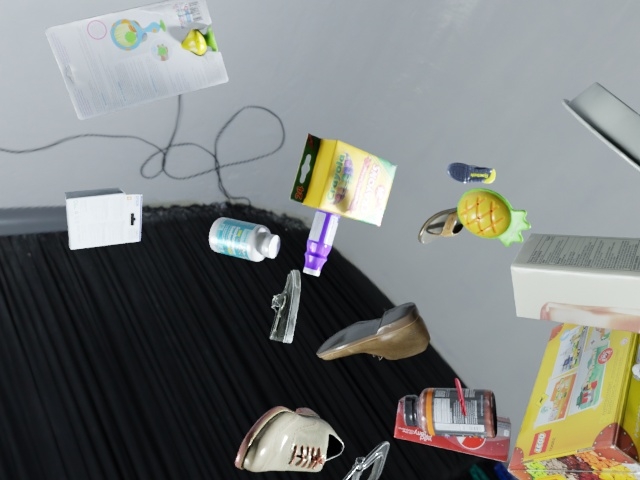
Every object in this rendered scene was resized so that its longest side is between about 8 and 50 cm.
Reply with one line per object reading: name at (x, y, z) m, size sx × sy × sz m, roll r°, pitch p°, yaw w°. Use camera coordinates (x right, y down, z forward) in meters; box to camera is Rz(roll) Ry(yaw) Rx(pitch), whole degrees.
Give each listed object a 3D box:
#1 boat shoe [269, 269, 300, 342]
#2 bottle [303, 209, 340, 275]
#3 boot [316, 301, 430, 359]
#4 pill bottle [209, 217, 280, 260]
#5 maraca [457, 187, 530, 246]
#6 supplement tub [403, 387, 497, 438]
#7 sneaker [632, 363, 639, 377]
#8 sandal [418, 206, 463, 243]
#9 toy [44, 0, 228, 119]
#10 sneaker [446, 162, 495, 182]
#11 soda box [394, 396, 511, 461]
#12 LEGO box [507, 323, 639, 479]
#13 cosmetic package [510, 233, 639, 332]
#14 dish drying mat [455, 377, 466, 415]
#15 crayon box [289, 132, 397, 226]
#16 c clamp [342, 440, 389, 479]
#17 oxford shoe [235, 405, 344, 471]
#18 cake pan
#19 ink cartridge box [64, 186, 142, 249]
boat shoe at (-0.102, 0.181, 1.517) m, size 0.070 × 0.219 × 0.077 m, roll 12°, pitch 152°, yaw -9°
bottle at (0.000, 0.000, 2.134) m, size 0.118 × 0.092 × 0.282 m, roll 21°, pitch 85°, yaw -71°
boot at (0.125, 0.257, 1.299) m, size 0.305 × 0.115 × 0.112 m, roll -25°, pitch -165°, yaw 32°
pill bottle at (-0.298, -0.001, 2.108) m, size 0.146 × 0.264 × 0.146 m, roll 11°, pitch 90°, yaw -69°
maraca at (0.436, -0.059, 1.344) m, size 0.099 × 0.186 × 0.127 m, roll -30°, pitch 144°, yaw -47°
supplement tub at (0.291, 0.386, 1.190) m, size 0.198 × 0.105 × 0.106 m, roll -5°, pitch 159°, yaw 22°
sneaker at (0.644, 0.254, 1.039) m, size 0.069 × 0.098 × 0.038 m, roll 21°, pitch 79°, yaw -21°
sandal at (0.384, -0.047, 1.514) m, size 0.220 × 0.060 × 0.090 m, roll -21°, pitch 136°, yaw 2°
toy at (-0.279, -0.287, 0.831) m, size 0.238 × 0.056 × 0.136 m, roll -17°, pitch 107°, yaw -7°
sneaker at (0.408, -0.186, 1.465) m, size 0.144 × 0.059 × 0.053 m, roll 8°, pitch 103°, yaw -18°
soda box at (0.317, 0.451, 1.276) m, size 0.083 × 0.264 × 0.092 m, roll 23°, pitch 74°, yaw -72°
LEGO box at (0.741, 0.406, 1.380) m, size 0.500 × 0.193 × 0.372 m, roll -54°, pitch 178°, yaw -34°
cosmetic package at (0.538, 0.078, 1.008) m, size 0.153 × 0.296 × 0.129 m, roll -39°, pitch 123°, yaw -42°
dish drying mat at (0.238, 0.265, 0.900) m, size 0.008 × 0.032 × 0.083 m, roll -14°, pitch -173°, yaw 12°
crayon box at (0.074, -0.171, 1.553) m, size 0.319 × 0.081 × 0.202 m, roll 12°, pitch 94°, yaw -41°
c clamp at (0.068, 0.405, 0.903) m, size 0.137 × 0.022 × 0.160 m, roll -33°, pitch 141°, yaw -35°
oxford shoe at (-0.050, 0.437, 1.140) m, size 0.348 × 0.130 × 0.122 m, roll 17°, pitch 95°, yaw -63°
cake pan at (0.498, -0.140, 0.799) m, size 0.293 × 0.293 × 0.054 m, roll 0°, pitch 136°, yaw -47°
ink cartridge box at (-0.699, -0.073, 1.715) m, size 0.224 × 0.045 × 0.223 m, roll -7°, pitch 138°, yaw -28°
